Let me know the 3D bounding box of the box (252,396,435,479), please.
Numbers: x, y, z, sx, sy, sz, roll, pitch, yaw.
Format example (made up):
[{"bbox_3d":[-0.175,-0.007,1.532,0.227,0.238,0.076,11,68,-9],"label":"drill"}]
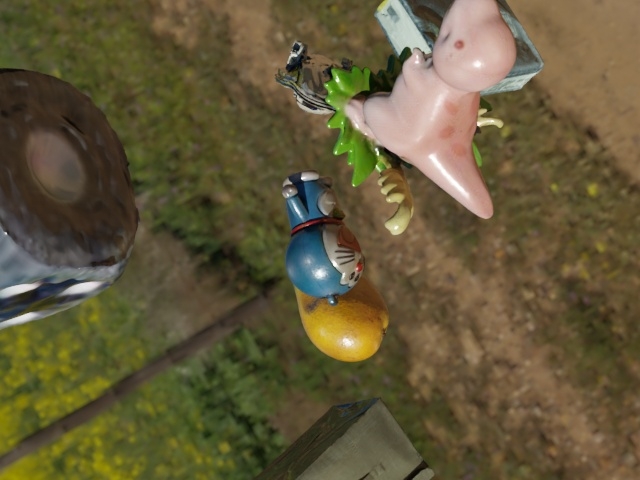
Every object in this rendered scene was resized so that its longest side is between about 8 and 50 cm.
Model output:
[{"bbox_3d":[0.023,0.365,2.066,0.149,0.231,0.155,55,150,-9],"label":"box"}]

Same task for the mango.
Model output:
[{"bbox_3d":[0.028,0.089,1.843,0.165,0.115,0.089,-109,20,-46],"label":"mango"}]

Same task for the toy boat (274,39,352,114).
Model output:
[{"bbox_3d":[0.000,-0.156,1.414,0.210,0.084,0.066,-104,33,-74],"label":"toy boat"}]

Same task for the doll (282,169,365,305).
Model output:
[{"bbox_3d":[0.000,0.000,1.517,0.114,0.085,0.152,22,-128,-56],"label":"doll"}]

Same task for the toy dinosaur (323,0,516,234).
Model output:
[{"bbox_3d":[0.112,-0.110,1.139,0.177,0.152,0.194,15,111,57],"label":"toy dinosaur"}]

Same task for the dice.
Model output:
[{"bbox_3d":[-0.273,-0.027,1.130,0.182,0.183,0.181,5,-114,-58],"label":"dice"}]

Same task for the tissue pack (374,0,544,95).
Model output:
[{"bbox_3d":[0.225,-0.322,2.253,0.081,0.257,0.185,-41,73,42],"label":"tissue pack"}]
